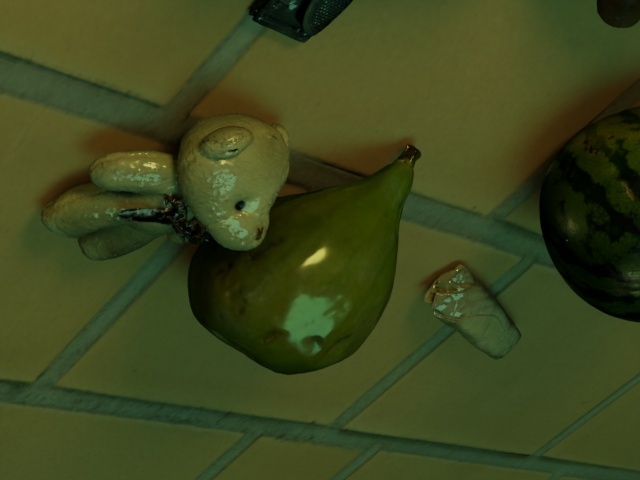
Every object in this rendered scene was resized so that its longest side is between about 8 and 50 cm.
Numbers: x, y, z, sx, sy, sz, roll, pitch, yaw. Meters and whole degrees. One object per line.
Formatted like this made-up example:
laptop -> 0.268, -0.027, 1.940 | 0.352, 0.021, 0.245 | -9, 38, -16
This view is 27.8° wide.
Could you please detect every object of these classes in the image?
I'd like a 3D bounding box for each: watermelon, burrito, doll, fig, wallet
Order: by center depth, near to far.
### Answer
wallet -> -0.001, -0.254, 1.304 | 0.088, 0.026, 0.129 | 17, 130, -44
doll -> -0.162, -0.037, 1.424 | 0.278, 0.149, 0.175 | -21, -179, 19
fig -> -0.017, 0.012, 1.525 | 0.233, 0.233, 0.314 | 14, 112, -43
watermelon -> 0.420, -0.034, 1.647 | 0.285, 0.285, 0.285 | -16, 146, -11
burrito -> 0.236, 0.118, 1.930 | 0.082, 0.059, 0.275 | -43, 144, 3

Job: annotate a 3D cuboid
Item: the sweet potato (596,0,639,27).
sweet potato -> 0.389, -0.375, 1.305 | 0.109, 0.109, 0.385 | -4, 150, -26
